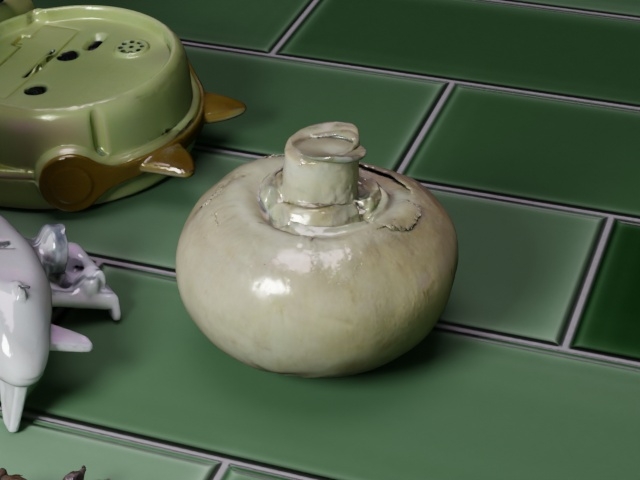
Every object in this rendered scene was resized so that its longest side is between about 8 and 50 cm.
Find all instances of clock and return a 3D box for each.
[{"bbox_3d":[-0.263,-0.148,1.578,0.348,0.117,0.286,10,37,18],"label":"clock"}]

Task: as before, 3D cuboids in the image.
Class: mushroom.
[{"bbox_3d":[0.000,0.000,1.281,0.246,0.202,0.246,6,26,-3],"label":"mushroom"}]

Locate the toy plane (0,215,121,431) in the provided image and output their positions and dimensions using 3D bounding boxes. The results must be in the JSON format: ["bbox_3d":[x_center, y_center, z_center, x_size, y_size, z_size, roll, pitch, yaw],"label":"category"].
[{"bbox_3d":[-0.289,0.049,1.292,0.252,0.118,0.252,13,25,-6],"label":"toy plane"}]

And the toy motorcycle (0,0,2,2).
[{"bbox_3d":[-0.415,-0.300,1.538,0.182,0.123,0.272,13,-6,11],"label":"toy motorcycle"}]

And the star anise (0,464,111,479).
[{"bbox_3d":[-0.181,0.204,1.108,0.129,0.056,0.124,-1,33,1],"label":"star anise"}]
